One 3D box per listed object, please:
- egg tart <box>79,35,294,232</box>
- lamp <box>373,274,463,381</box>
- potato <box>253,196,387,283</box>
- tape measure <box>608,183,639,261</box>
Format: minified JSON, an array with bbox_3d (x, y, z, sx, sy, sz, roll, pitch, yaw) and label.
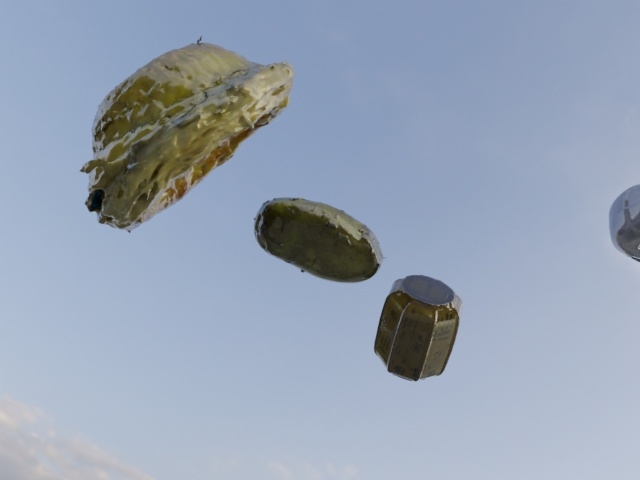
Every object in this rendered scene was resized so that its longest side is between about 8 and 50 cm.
[{"bbox_3d":[-0.207,-0.169,0.902,0.387,0.388,0.169,-32,-83,44],"label":"egg tart"},{"bbox_3d":[0.189,0.171,1.166,0.161,0.161,0.185,15,-63,5],"label":"lamp"},{"bbox_3d":[0.000,0.000,1.074,0.251,0.113,0.149,16,-44,-5],"label":"potato"},{"bbox_3d":[0.547,-0.028,0.909,0.197,0.120,0.236,0,-22,15],"label":"tape measure"}]
